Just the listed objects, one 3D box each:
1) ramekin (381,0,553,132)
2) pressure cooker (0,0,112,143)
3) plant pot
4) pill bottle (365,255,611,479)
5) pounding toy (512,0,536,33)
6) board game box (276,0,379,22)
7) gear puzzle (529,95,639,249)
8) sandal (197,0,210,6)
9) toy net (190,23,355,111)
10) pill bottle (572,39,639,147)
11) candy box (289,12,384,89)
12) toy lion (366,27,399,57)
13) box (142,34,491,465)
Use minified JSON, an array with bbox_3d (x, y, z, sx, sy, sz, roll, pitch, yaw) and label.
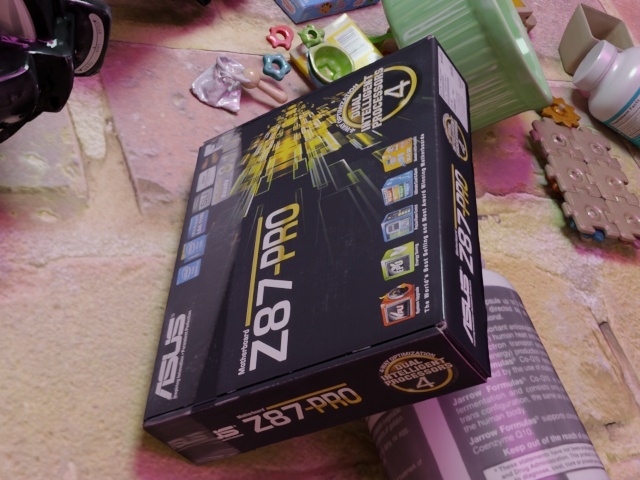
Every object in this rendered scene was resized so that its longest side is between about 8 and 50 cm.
[{"bbox_3d":[0.211,-0.305,1.335,0.303,0.148,0.303,51,25,-34],"label":"ramekin"},{"bbox_3d":[-0.411,-0.265,0.832,0.375,0.370,0.420,52,24,-51],"label":"pressure cooker"},{"bbox_3d":[0.507,-0.358,1.686,0.109,0.096,0.109,16,46,-21],"label":"plant pot"},{"bbox_3d":[0.143,0.157,0.943,0.204,0.204,0.361,-1,56,-33],"label":"pill bottle"},{"bbox_3d":[0.326,-0.407,1.614,0.206,0.094,0.181,-14,63,-39],"label":"pounding toy"},{"bbox_3d":[-0.012,-0.434,1.460,0.211,0.039,0.160,-26,71,-44],"label":"board game box"},{"bbox_3d":[0.415,-0.121,1.474,0.175,0.044,0.339,9,48,-25],"label":"gear puzzle"},{"bbox_3d":[-0.206,-0.374,1.198,0.167,0.107,0.446,22,19,9],"label":"sandal"},{"bbox_3d":[-0.069,-0.243,1.229,0.232,0.045,0.122,-15,76,-30],"label":"toy net"},{"bbox_3d":[0.580,-0.243,1.600,0.264,0.146,0.146,33,44,-5],"label":"pill bottle"},{"bbox_3d":[0.057,-0.223,1.299,0.105,0.027,0.206,-37,75,-6],"label":"candy box"},{"bbox_3d":[0.094,-0.278,1.372,0.100,0.096,0.034,2,58,21],"label":"toy lion"},{"bbox_3d":[0.000,0.000,0.910,0.097,0.318,0.395,45,35,-36],"label":"box"}]
